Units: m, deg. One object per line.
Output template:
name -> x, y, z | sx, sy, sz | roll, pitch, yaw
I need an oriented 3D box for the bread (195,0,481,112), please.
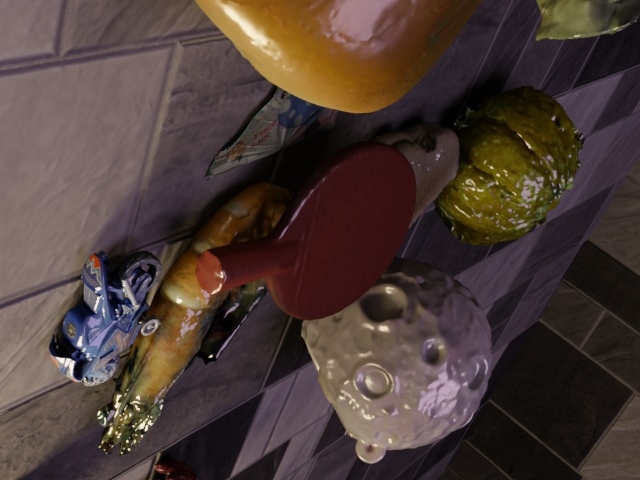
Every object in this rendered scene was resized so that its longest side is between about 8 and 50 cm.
bread -> 0.050, -0.310, 0.844 | 0.376, 0.253, 0.348 | -53, 160, 8

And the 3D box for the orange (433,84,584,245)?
orange -> 0.332, -0.117, 1.661 | 0.300, 0.223, 0.301 | -30, 153, -46

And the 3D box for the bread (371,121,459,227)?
bread -> 0.090, -0.064, 1.459 | 0.337, 0.102, 0.183 | -49, 157, -7

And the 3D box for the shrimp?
shrimp -> -0.169, 0.113, 1.292 | 0.445, 0.085, 0.272 | -57, 162, 3

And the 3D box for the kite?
kite -> -0.031, -0.202, 1.152 | 0.335, 0.011, 0.314 | -53, 156, 1

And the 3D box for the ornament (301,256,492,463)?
ornament -> 0.140, 0.190, 1.609 | 0.337, 0.337, 0.337 | -40, 154, -24

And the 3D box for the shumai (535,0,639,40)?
shumai -> 0.318, -0.414, 1.123 | 0.330, 0.288, 0.292 | -55, 156, 12

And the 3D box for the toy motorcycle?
toy motorcycle -> -0.261, 0.098, 1.103 | 0.114, 0.076, 0.205 | -4, 128, -51

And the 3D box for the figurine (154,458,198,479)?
figurine -> -0.302, 0.482, 1.538 | 0.234, 0.127, 0.185 | -21, 132, -27

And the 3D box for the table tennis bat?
table tennis bat -> 0.000, 0.000, 1.258 | 0.415, 0.051, 0.268 | -17, 128, -47
